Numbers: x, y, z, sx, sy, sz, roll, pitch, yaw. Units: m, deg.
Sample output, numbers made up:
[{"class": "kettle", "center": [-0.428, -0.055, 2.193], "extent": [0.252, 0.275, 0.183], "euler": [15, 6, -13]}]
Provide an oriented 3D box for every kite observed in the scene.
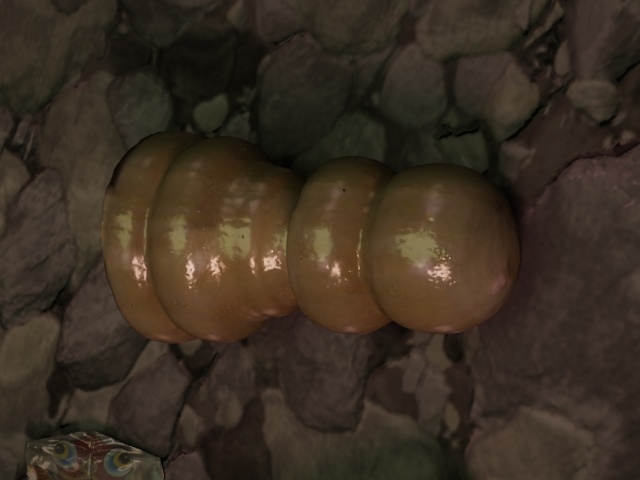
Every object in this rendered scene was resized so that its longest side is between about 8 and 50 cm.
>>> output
[{"class": "kite", "center": [-0.180, 0.253, 1.213], "extent": [0.127, 0.016, 0.229], "euler": [8, 88, 33]}]

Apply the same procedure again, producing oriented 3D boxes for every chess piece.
[{"class": "chess piece", "center": [0.000, 0.000, 1.051], "extent": [0.261, 0.143, 0.143], "euler": [1, 85, 32]}]
